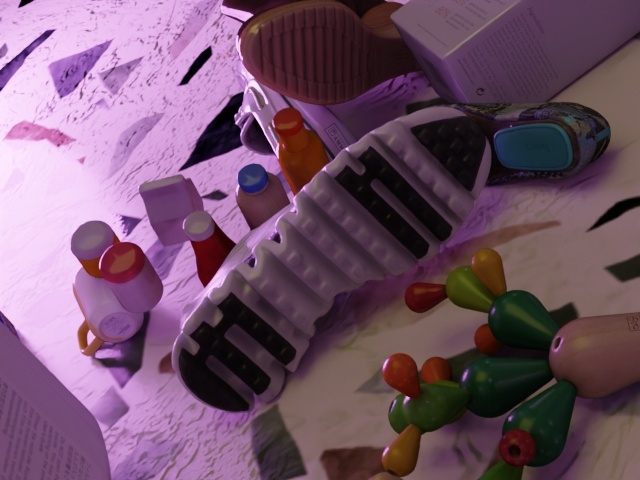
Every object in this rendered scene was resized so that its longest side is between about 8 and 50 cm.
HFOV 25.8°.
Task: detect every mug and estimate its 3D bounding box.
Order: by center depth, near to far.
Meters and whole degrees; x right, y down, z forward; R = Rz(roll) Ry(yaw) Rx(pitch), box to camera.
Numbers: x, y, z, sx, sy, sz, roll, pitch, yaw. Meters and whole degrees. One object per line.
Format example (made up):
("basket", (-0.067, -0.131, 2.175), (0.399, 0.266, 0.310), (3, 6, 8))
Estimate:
("mug", (-0.181, 0.062, 1.221), (0.062, 0.078, 0.064), (-7, 37, -14))

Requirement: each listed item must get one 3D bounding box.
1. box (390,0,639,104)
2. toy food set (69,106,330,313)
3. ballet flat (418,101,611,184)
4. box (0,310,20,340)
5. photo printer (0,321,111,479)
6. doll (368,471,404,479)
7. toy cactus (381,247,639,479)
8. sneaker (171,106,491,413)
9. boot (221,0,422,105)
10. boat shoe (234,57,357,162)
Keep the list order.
("box", (0.167, -0.186, 1.169), (0.170, 0.091, 0.130), (-36, 30, 0))
("toy food set", (-0.104, -0.021, 1.145), (0.232, 0.104, 0.111), (-14, 53, 7))
("ballet flat", (0.146, -0.079, 1.083), (0.188, 0.070, 0.070), (11, 54, 50))
("box", (-0.363, 0.126, 1.304), (0.169, 0.054, 0.059), (-39, 30, -4))
("photo printer", (-0.248, 0.153, 0.894), (0.107, 0.307, 0.256), (-26, 34, 18))
("doll", (0.049, 0.206, 0.780), (0.129, 0.046, 0.189), (-33, 30, 7))
("toy cactus", (0.123, 0.073, 0.857), (0.180, 0.112, 0.219), (-17, 25, 12))
("sneaker", (0.000, 0.000, 1.064), (0.292, 0.110, 0.118), (-40, 18, 1))
("boot", (-0.027, -0.187, 1.269), (0.248, 0.090, 0.207), (-8, 21, -43))
("boat shoe", (-0.045, -0.116, 1.293), (0.076, 0.083, 0.226), (-37, 31, -4))
